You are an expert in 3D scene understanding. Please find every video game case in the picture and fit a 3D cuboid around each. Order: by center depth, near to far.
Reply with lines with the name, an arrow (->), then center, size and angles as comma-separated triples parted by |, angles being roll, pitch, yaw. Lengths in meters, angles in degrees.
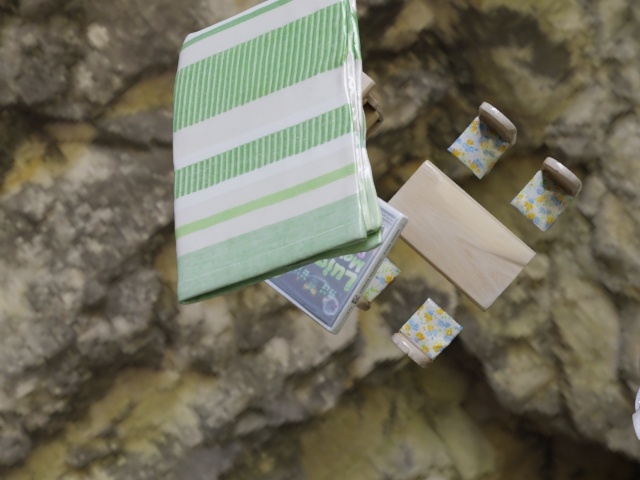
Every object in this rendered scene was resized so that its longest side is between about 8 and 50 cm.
video game case -> 0.000, 0.000, 1.749 | 0.022, 0.190, 0.173 | 24, -81, -53

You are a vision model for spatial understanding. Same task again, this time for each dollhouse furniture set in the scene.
dollhouse furniture set -> 0.135, -0.067, 2.057 | 0.362, 0.394, 0.256 | -48, -9, 1

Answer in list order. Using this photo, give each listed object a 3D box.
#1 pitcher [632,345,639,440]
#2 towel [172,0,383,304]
pitcher -> 0.519, 0.186, 2.025 | 0.178, 0.126, 0.207 | -110, 34, -77
towel -> -0.054, -0.112, 1.465 | 0.248, 0.324, 0.038 | -18, -27, 27
